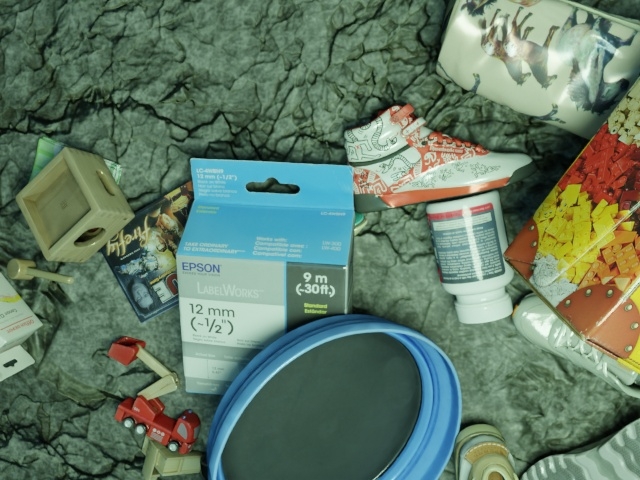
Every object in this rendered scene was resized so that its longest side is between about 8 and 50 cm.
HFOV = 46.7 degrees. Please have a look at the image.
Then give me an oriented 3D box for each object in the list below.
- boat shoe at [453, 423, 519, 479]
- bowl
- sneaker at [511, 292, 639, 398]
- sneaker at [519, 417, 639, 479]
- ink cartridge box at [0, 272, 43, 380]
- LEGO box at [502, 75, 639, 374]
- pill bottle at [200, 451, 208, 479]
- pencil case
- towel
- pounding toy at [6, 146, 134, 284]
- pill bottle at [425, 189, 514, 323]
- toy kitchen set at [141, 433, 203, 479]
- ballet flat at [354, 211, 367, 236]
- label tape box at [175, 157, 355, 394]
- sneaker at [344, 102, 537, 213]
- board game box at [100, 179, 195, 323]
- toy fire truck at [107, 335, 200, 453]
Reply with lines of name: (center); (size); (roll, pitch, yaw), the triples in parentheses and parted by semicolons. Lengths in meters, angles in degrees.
boat shoe: (0.257, 0.432, 1.111); (0.113, 0.103, 0.302); (-13, 107, 3)
bowl: (0.021, 0.282, 1.064); (0.391, 0.077, 0.391); (-11, 117, -23)
sneaker: (0.400, 0.152, 1.048); (0.262, 0.121, 0.099); (23, 102, 8)
sneaker: (0.421, 0.345, 1.085); (0.281, 0.115, 0.105); (-37, 58, 32)
ink cartridge box: (-0.554, 0.129, 1.250); (0.067, 0.115, 0.198); (-39, 90, 15)
LEGO box: (0.532, 0.020, 0.854); (0.500, 0.193, 0.372); (29, 105, -24)
pill bottle: (-0.132, 0.451, 1.207); (0.123, 0.123, 0.219); (-7, 97, 13)
pencil case: (0.345, -0.238, 0.976); (0.410, 0.160, 0.183); (23, 118, 8)
towel: (-0.413, -0.097, 1.232); (0.152, 0.023, 0.113); (21, 102, 8)
pounding toy: (-0.398, -0.008, 1.171); (0.206, 0.094, 0.181); (-39, 71, 18)
pill bottle: (0.221, 0.023, 1.072); (0.108, 0.108, 0.180); (-11, 96, 13)
toy kitchen set: (-0.259, 0.380, 1.271); (0.083, 0.075, 0.068); (27, 103, 48)
ballet flat: (0.000, 0.000, 1.153); (0.168, 0.057, 0.052); (-15, 123, 17)
label tape box: (-0.079, 0.063, 1.097); (0.249, 0.115, 0.347); (4, 115, 8)
sneaker: (0.165, -0.133, 1.069); (0.270, 0.090, 0.145); (-11, 97, 14)
board game box: (-0.225, 0.009, 1.198); (0.243, 0.042, 0.165); (-28, 92, 15)
toy fire truck: (-0.279, 0.259, 1.247); (0.192, 0.047, 0.135); (25, 102, 6)
